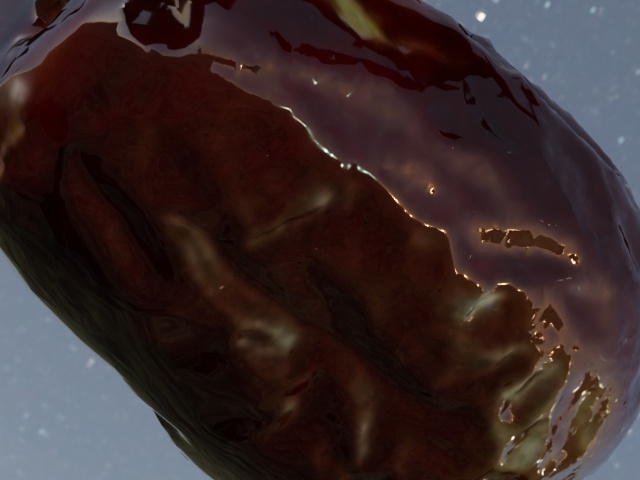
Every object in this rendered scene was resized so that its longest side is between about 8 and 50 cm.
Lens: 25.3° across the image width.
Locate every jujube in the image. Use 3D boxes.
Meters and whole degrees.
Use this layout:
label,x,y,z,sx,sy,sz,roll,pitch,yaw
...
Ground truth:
label,x,y,z,sx,sy,sz,roll,pitch,yaw
jujube,0.000,0.000,0.598,0.318,0.223,0.223,39,-25,-32
